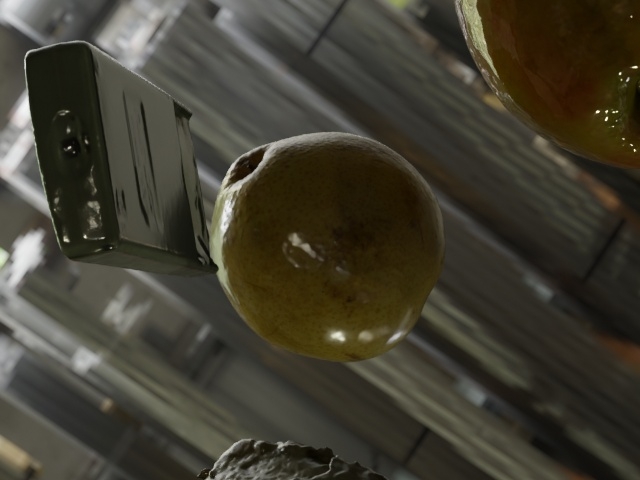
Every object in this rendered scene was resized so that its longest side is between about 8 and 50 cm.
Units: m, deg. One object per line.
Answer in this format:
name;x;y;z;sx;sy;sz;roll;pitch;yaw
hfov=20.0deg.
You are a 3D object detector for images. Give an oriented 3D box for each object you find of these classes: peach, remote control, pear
peach;0.250;-0.229;1.534;0.308;0.308;0.332;47;-162;-56
remote control;-0.113;-0.040;1.101;0.038;0.123;0.285;-11;176;8
pear;0.000;0.000;1.592;0.209;0.209;0.209;33;172;6

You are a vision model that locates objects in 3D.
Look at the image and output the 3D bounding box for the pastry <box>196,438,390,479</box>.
pastry;0.006;0.217;1.175;0.182;0.093;0.192;2;137;29
